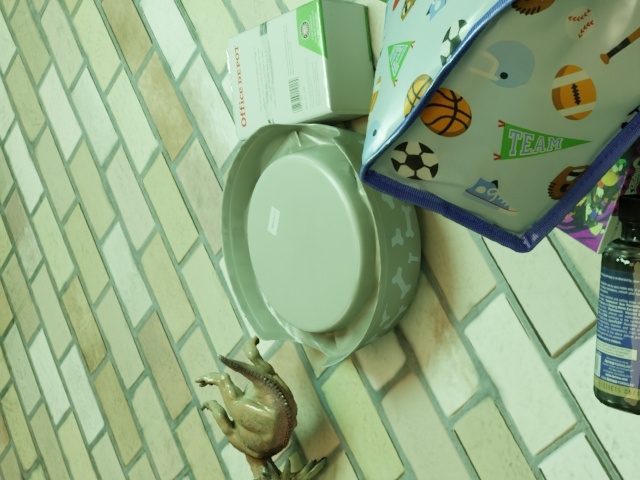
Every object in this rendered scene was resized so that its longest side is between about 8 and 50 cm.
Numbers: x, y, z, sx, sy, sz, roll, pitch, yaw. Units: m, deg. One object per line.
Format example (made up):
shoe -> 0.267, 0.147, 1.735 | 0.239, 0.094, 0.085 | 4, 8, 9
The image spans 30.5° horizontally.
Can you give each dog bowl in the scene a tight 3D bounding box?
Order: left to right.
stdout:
dog bowl -> 0.000, 0.000, 1.640 | 0.349, 0.102, 0.349 | 13, 107, 49

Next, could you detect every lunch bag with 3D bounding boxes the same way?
lunch bag -> 0.227, -0.236, 1.113 | 0.328, 0.239, 0.385 | -83, 21, -45

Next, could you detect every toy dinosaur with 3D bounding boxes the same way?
toy dinosaur -> -0.076, 0.268, 1.708 | 0.200, 0.127, 0.295 | 48, 153, 35

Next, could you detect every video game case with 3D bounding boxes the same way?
video game case -> 0.282, -0.129, 1.355 | 0.232, 0.042, 0.210 | 39, 123, 42

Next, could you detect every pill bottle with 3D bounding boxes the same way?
pill bottle -> 0.351, 0.064, 1.221 | 0.123, 0.123, 0.219 | 10, 101, 50

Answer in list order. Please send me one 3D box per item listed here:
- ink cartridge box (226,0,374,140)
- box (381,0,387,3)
ink cartridge box -> -0.031, -0.238, 1.684 | 0.219, 0.092, 0.160 | -10, 85, 50
box -> 0.135, -0.370, 1.365 | 0.322, 0.232, 0.058 | -18, 64, 49
